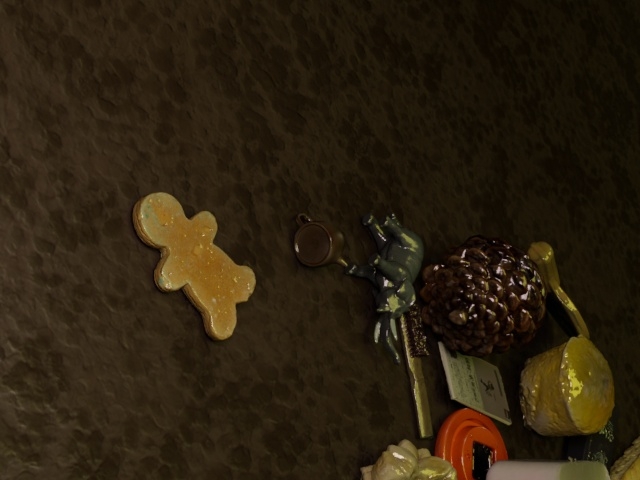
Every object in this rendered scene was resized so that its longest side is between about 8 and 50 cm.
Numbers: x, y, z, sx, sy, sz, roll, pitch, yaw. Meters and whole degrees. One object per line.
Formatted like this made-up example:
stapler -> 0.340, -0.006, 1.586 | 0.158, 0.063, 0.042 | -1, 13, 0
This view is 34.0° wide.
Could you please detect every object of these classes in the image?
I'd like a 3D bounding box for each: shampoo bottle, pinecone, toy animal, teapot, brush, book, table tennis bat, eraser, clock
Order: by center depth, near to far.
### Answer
teapot -> 0.000, 0.000, 1.722 | 0.121, 0.076, 0.068 | 50, 25, 20
toy animal -> 0.112, 0.067, 1.809 | 0.137, 0.082, 0.270 | 35, 52, -34
brush -> 0.174, 0.226, 1.855 | 0.043, 0.036, 0.248 | 3, 73, -43
clock -> 0.279, 0.405, 1.893 | 0.205, 0.051, 0.205 | 21, 60, -42
eraser -> 0.419, 0.548, 1.894 | 0.331, 0.149, 0.331 | 24, 62, -57
pinecone -> 0.309, 0.100, 1.917 | 0.272, 0.224, 0.224 | -17, 89, -54
book -> 0.290, 0.267, 1.959 | 0.181, 0.014, 0.127 | 28, 39, -38
table tennis bat -> 0.466, 0.097, 2.104 | 0.198, 0.050, 0.321 | 56, 0, 37
shampoo bottle -> 0.552, 0.457, 2.165 | 0.098, 0.071, 0.310 | 46, 48, -31

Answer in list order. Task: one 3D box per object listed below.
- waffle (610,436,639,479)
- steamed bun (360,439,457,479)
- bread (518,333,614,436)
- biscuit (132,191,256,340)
waffle -> 0.700, 0.554, 2.300 | 0.274, 0.057, 0.168 | -22, 93, -50
steamed bun -> 0.152, 0.415, 1.706 | 0.177, 0.106, 0.192 | 25, 57, -42
bread -> 0.489, 0.292, 2.076 | 0.197, 0.170, 0.197 | 20, 61, -40
biscuit -> -0.188, 0.025, 1.531 | 0.234, 0.030, 0.153 | 49, 45, -24
